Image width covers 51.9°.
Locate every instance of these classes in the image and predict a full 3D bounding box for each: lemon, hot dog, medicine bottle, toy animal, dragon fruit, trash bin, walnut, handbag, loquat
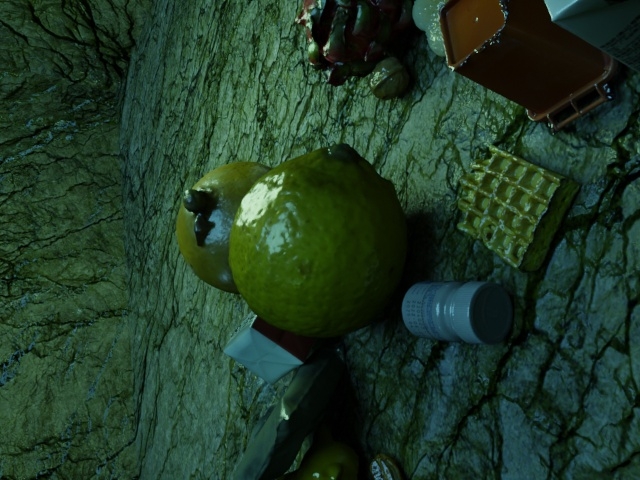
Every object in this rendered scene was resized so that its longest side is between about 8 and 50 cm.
[{"bbox_3d":[0.000,0.000,1.252,0.349,0.350,0.387,-124,39,-48],"label":"lemon"},{"bbox_3d":[0.136,0.462,1.217,0.062,0.038,0.144,-57,41,29],"label":"hot dog"},{"bbox_3d":[0.224,0.118,1.101,0.168,0.105,0.105,-5,79,58],"label":"medicine bottle"},{"bbox_3d":[-0.016,0.502,1.340,0.229,0.156,0.156,-58,38,19],"label":"toy animal"},{"bbox_3d":[0.071,-0.472,1.365,0.302,0.231,0.237,-58,30,21],"label":"dragon fruit"},{"bbox_3d":[0.299,-0.275,0.952,0.161,0.239,0.184,-34,56,50],"label":"trash bin"},{"bbox_3d":[0.143,-0.336,1.368,0.079,0.083,0.096,59,146,3],"label":"walnut"},{"bbox_3d":[-0.076,0.153,1.476,0.171,0.151,0.298,-44,14,49],"label":"handbag"},{"bbox_3d":[-0.203,-0.038,1.589,0.329,0.359,0.328,-14,63,30],"label":"loquat"},{"bbox_3d":[-0.060,0.368,1.353,0.253,0.109,0.316,-58,-4,26],"label":"handbag"}]

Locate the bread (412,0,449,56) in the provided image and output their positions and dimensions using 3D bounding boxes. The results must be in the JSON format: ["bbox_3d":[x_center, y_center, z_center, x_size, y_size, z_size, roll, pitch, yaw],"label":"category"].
[{"bbox_3d":[0.259,-0.423,1.198,0.251,0.039,0.181,29,117,45],"label":"bread"}]

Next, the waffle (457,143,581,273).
[{"bbox_3d":[0.298,-0.060,1.072,0.211,0.055,0.160,41,116,53],"label":"waffle"}]

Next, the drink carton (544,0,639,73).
[{"bbox_3d":[0.380,-0.307,0.758,0.132,0.325,0.194,-36,55,44],"label":"drink carton"}]
